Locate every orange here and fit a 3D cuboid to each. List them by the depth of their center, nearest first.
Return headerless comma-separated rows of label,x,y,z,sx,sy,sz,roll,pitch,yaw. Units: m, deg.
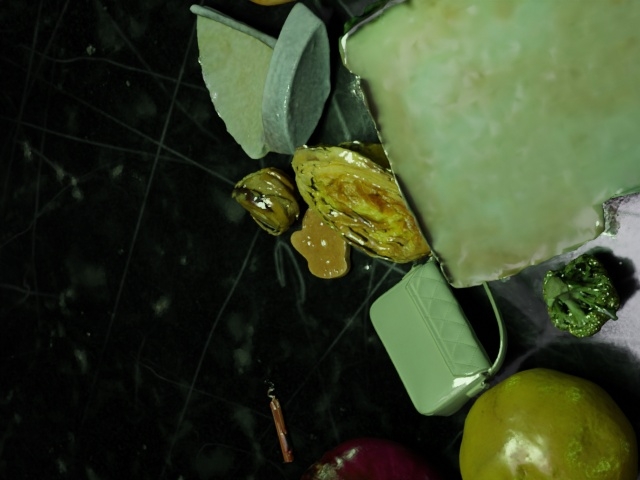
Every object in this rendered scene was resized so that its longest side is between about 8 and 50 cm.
orange,0.351,0.340,1.576,0.279,0.235,0.279,13,113,33

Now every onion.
onion,0.118,0.488,1.734,0.337,0.260,0.282,37,158,9

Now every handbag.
handbag,0.209,0.145,1.671,0.219,0.079,0.256,-44,54,27

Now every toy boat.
toy boat,-0.103,-0.284,1.803,0.294,0.111,0.276,10,107,42

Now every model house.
model house,0.304,-0.221,1.399,0.446,0.400,0.395,-24,98,15

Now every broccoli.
broccoli,0.399,0.086,1.563,0.130,0.120,0.131,-26,53,47

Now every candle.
candle,-0.079,0.350,1.956,0.026,0.021,0.167,-8,97,52

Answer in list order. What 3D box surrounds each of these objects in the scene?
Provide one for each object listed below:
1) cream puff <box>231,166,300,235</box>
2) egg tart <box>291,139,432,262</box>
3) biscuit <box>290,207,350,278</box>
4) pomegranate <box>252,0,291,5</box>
cream puff,-0.091,-0.078,1.823,0.104,0.119,0.133,-51,43,-9
egg tart,0.084,-0.085,1.684,0.297,0.132,0.297,26,157,12
biscuit,0.001,0.000,1.835,0.118,0.023,0.140,5,103,30
pomegranate,-0.078,-0.496,1.675,0.209,0.209,0.209,7,103,29
